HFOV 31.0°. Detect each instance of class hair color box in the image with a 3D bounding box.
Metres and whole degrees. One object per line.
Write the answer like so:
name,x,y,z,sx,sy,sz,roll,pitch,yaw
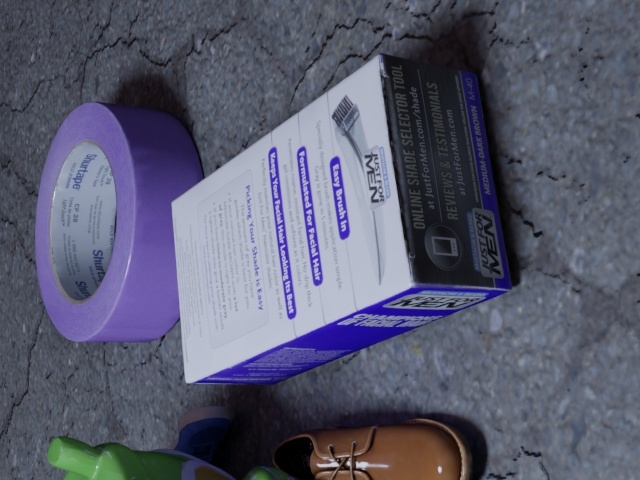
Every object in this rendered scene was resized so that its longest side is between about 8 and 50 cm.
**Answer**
hair color box,0.000,0.000,0.983,0.339,0.110,0.185,-29,63,52

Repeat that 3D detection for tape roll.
tape roll,-0.238,-0.019,1.332,0.275,0.090,0.274,-6,83,54

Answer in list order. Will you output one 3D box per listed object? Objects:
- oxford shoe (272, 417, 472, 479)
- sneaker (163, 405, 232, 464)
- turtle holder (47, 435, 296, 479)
oxford shoe,0.037,0.185,0.941,0.212,0.076,0.076,-15,73,51
sneaker,-0.125,0.233,1.174,0.152,0.058,0.084,-50,43,45
turtle holder,-0.140,0.286,1.039,0.320,0.227,0.243,-67,29,18
